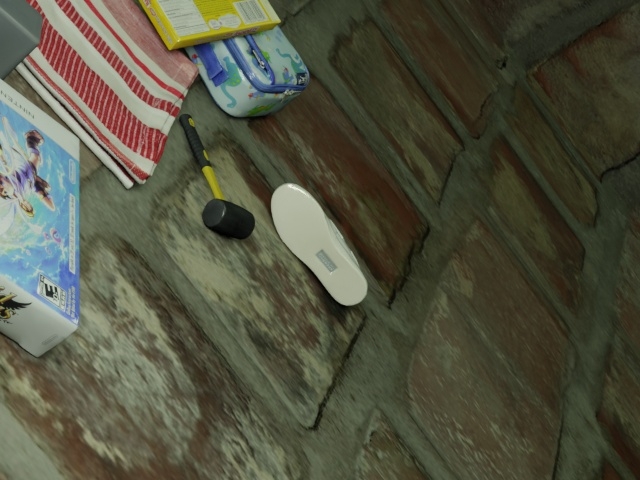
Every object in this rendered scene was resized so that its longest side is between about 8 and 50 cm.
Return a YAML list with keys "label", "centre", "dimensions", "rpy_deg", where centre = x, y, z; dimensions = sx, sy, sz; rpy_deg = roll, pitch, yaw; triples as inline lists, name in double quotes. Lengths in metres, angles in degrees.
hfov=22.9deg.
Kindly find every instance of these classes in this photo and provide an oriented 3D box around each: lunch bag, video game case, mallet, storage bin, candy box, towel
- label: "lunch bag"
  centre: [-0.120, -0.272, 2.143]
  dimensions: [0.219, 0.090, 0.176]
  rpy_deg: [59, 25, 11]
- label: "video game case"
  centre: [-0.325, -0.061, 1.442]
  dimensions: [0.244, 0.061, 0.269]
  rpy_deg: [38, 28, -35]
- label: "mallet"
  centre: [-0.140, -0.083, 1.905]
  dimensions: [0.062, 0.039, 0.190]
  rpy_deg: [16, 39, -55]
- label: "storage bin"
  centre: [-0.347, -0.222, 1.587]
  dimensions: [0.135, 0.091, 0.098]
  rpy_deg: [43, 25, -32]
- label: "candy box"
  centre: [-0.146, -0.306, 2.035]
  dimensions: [0.206, 0.027, 0.105]
  rpy_deg: [-20, 73, -50]
- label: "towel"
  centre: [-0.254, -0.217, 1.849]
  dimensions: [0.237, 0.037, 0.329]
  rpy_deg: [47, 23, -18]

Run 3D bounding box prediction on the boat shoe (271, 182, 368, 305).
- label: "boat shoe"
  centre: [0.000, 0.000, 2.041]
  dimensions: [0.184, 0.066, 0.063]
  rpy_deg: [48, 9, -13]
